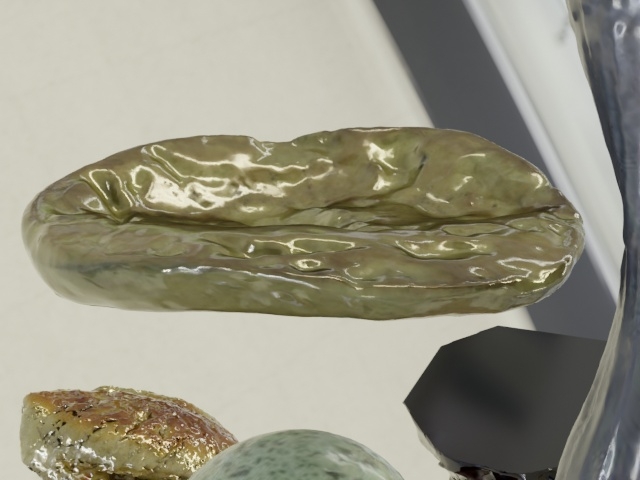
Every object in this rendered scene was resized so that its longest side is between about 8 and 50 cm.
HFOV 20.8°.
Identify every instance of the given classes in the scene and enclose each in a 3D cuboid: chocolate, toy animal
[{"bbox_3d":[0.201,0.214,1.595,0.206,0.224,0.177,-50,138,-47],"label":"chocolate"},{"bbox_3d":[0.143,-0.095,0.615,0.206,0.081,0.367,-14,100,-17],"label":"toy animal"}]

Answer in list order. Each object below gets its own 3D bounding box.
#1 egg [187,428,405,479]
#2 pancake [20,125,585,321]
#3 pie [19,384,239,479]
[{"bbox_3d":[-0.019,0.164,0.791,0.132,0.132,0.172,52,47,-19],"label":"egg"},{"bbox_3d":[0.000,0.000,0.730,0.242,0.242,0.050,-34,126,-60],"label":"pancake"},{"bbox_3d":[-0.138,0.155,1.307,0.193,0.079,0.163,9,19,-40],"label":"pie"}]
